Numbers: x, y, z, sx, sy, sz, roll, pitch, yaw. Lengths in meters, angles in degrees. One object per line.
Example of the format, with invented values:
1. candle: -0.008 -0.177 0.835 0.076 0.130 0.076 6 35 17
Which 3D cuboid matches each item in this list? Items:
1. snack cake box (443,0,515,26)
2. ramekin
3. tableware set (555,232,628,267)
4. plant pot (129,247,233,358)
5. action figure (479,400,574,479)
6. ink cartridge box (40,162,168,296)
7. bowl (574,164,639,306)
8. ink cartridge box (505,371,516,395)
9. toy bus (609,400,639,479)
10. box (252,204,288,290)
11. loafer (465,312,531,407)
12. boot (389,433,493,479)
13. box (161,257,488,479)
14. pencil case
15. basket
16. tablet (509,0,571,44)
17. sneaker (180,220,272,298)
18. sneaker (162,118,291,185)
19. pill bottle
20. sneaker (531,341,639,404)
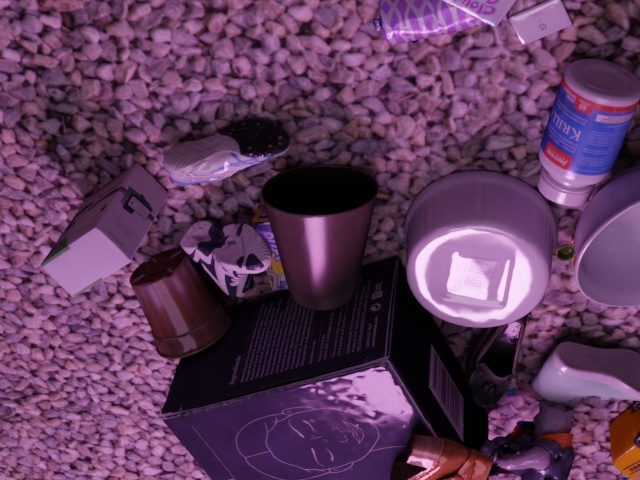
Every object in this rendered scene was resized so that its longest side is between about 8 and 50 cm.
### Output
1. snack cake box: 0.202 -0.415 1.409 0.152 0.264 0.089 27 130 -10
2. ramekin: 0.280 0.026 1.838 0.277 0.135 0.277 6 130 7
3. tableware set: 0.501 0.027 1.846 0.154 0.024 0.104 25 125 -20
4. plant pot: -0.281 0.116 2.021 0.167 0.167 0.165 -15 116 22
5. action figure: 0.450 0.482 2.035 0.178 0.341 0.330 9 94 39
6. ink cartridge box: -0.388 -0.022 1.884 0.160 0.219 0.092 -30 114 29
7. bowl: 0.540 -0.031 1.711 0.297 0.134 0.298 -9 140 -8
8. ink cartridge box: 0.354 0.286 2.103 0.083 0.028 0.048 3 128 10
9. toy bus: 0.716 0.348 2.026 0.130 0.108 0.332 36 127 -17
10. box: -0.078 0.014 1.954 0.059 0.054 0.169 -4 127 14
11. loafer: 0.339 0.226 2.001 0.096 0.084 0.268 12 121 2
12. boot: 0.209 0.430 1.849 0.152 0.073 0.197 16 132 -7
13. box: 0.030 0.351 2.047 0.471 0.297 0.480 -18 123 21
14. pencil case: 0.187 -0.359 1.582 0.206 0.086 0.088 -8 103 16
15. basket: 0.000 0.000 1.855 0.204 0.154 0.227 -4 128 -4
16. tablet: 0.342 -0.341 1.610 0.083 0.006 0.054 -20 122 26
17. sneaker: -0.145 0.048 1.935 0.235 0.094 0.153 6 147 43
18. sneaker: -0.160 -0.151 1.830 0.237 0.085 0.086 -12 152 16
19. pill bottle: 0.421 -0.167 1.658 0.124 0.124 0.221 12 129 2
20. sneaker: 0.541 0.277 2.026 0.255 0.094 0.151 16 143 -11
